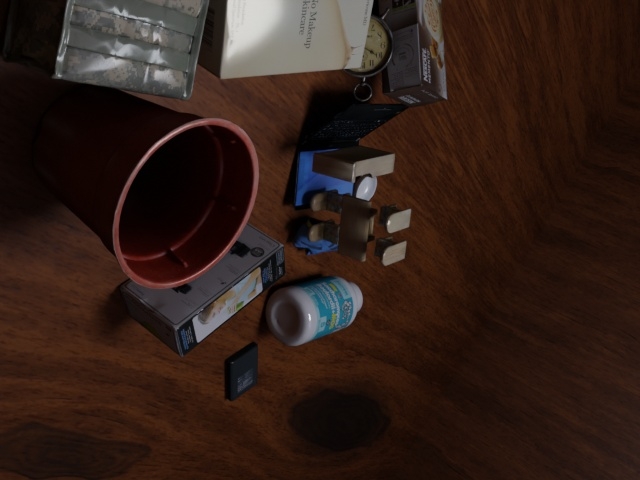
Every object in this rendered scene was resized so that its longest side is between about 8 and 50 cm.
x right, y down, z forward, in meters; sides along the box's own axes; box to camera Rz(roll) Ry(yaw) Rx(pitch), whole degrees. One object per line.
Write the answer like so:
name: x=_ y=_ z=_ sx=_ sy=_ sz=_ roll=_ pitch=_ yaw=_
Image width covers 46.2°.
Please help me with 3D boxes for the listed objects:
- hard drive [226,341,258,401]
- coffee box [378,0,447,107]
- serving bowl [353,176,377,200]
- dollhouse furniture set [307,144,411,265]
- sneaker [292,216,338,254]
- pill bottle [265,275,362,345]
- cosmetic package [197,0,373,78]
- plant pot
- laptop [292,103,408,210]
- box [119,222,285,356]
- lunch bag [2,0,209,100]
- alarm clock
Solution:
hard drive: x=-0.195 y=0.328 z=1.878 sx=0.094 sy=0.022 sz=0.135 roll=-31 pitch=138 yaw=-39
coffee box: x=0.203 y=-0.434 z=1.653 sx=0.141 sy=0.098 sz=0.246 roll=8 pitch=78 yaw=-56
serving bowl: x=0.109 y=-0.136 z=1.930 sx=0.083 sy=0.027 sz=0.083 roll=-35 pitch=140 yaw=-36
dollhouse furniture set: x=0.065 y=-0.073 z=1.640 sx=0.161 sy=0.212 sz=0.242 roll=-18 pitch=119 yaw=-49
sneaker: x=0.000 y=0.000 z=1.860 sx=0.082 sy=0.069 sz=0.209 roll=-47 pitch=154 yaw=15
pill bottle: x=-0.004 y=0.170 z=1.905 sx=0.264 sy=0.146 sz=0.146 roll=-13 pitch=125 yaw=-51
cosmetic package: x=-0.065 y=-0.388 z=1.335 sx=0.310 sy=0.113 sz=0.160 roll=-14 pitch=128 yaw=-33
plant pot: x=-0.284 y=-0.106 z=1.161 sx=0.272 sy=0.265 sz=0.272 roll=-36 pitch=142 yaw=-34
laptop: x=0.072 y=-0.193 z=1.717 sx=0.264 sy=0.136 sz=0.234 roll=-29 pitch=170 yaw=38
box: x=-0.228 y=0.079 z=1.492 sx=0.290 sy=0.169 sz=0.087 roll=-39 pitch=145 yaw=-33
lunch bag: x=-0.283 y=-0.361 z=1.057 sx=0.235 sy=0.169 sz=0.286 roll=0 pitch=108 yaw=-51
alarm clock: x=0.091 y=-0.392 z=1.588 sx=0.064 sy=0.129 sz=0.192 roll=-54 pitch=146 yaw=-76
